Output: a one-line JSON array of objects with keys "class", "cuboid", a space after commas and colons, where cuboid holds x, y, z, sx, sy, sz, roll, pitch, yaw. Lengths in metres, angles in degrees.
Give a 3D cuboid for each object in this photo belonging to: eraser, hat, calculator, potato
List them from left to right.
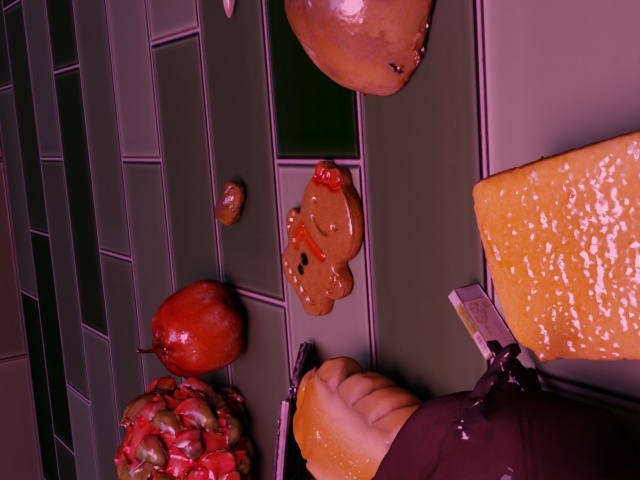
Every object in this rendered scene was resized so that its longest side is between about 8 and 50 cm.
[{"class": "potato", "cuboid": [-0.148, -0.058, 1.356, 0.046, 0.045, 0.092, -80, 14, -47]}, {"class": "calculator", "cuboid": [-0.042, 0.298, 1.209, 0.166, 0.028, 0.274, -69, -15, -68]}, {"class": "potato", "cuboid": [0.023, -0.318, 0.971, 0.239, 0.115, 0.299, 31, 122, 56]}, {"class": "eraser", "cuboid": [0.174, 0.087, 0.896, 0.083, 0.038, 0.019, 62, 148, 29]}, {"class": "hat", "cuboid": [0.213, 0.195, 0.726, 0.336, 0.238, 0.209, 14, 96, 35]}]

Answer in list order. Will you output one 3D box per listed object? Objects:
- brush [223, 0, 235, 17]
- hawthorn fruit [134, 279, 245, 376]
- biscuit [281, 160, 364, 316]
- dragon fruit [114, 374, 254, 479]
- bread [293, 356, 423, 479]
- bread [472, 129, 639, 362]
[{"class": "brush", "cuboid": [-0.141, -0.488, 1.241, 0.039, 0.042, 0.299, 29, 123, 48]}, {"class": "hawthorn fruit", "cuboid": [-0.220, 0.156, 1.387, 0.157, 0.194, 0.157, 30, 131, 42]}, {"class": "biscuit", "cuboid": [0.000, 0.000, 1.150, 0.166, 0.036, 0.226, 59, 141, 33]}, {"class": "dragon fruit", "cuboid": [-0.235, 0.365, 1.433, 0.303, 0.231, 0.237, -112, 26, -47]}, {"class": "bread", "cuboid": [0.080, 0.257, 1.008, 0.311, 0.121, 0.173, 35, 124, 51]}, {"class": "bread", "cuboid": [0.265, 0.004, 0.671, 0.274, 0.114, 0.185, -16, 88, 59]}]
